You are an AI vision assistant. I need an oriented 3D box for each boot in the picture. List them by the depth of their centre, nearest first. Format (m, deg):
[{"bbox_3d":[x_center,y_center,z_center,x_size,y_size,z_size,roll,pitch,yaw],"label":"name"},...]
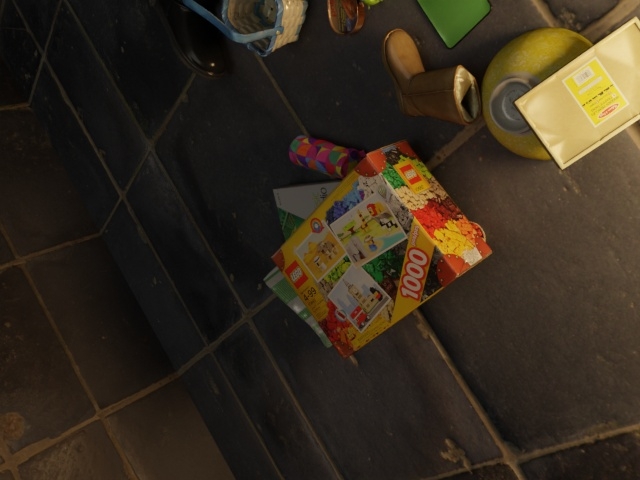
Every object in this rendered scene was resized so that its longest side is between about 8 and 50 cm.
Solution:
[{"bbox_3d":[0.260,-0.391,1.538,0.236,0.089,0.269,67,166,-19],"label":"boot"},{"bbox_3d":[-0.336,-0.777,2.031,0.367,0.146,0.445,55,134,10],"label":"boot"}]

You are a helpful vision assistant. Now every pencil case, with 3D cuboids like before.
[{"bbox_3d":[0.017,-0.244,1.927,0.236,0.104,0.104,21,122,38],"label":"pencil case"}]

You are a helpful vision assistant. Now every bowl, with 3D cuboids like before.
[{"bbox_3d":[0.449,-0.298,1.396,0.290,0.156,0.289,21,122,39],"label":"bowl"}]

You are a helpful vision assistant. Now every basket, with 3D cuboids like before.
[{"bbox_3d":[-0.203,-0.639,1.824,0.255,0.289,0.201,42,139,21],"label":"basket"}]

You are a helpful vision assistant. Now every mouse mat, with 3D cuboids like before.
[{"bbox_3d":[0.303,-0.567,1.539,0.153,0.007,0.189,-39,80,48],"label":"mouse mat"}]

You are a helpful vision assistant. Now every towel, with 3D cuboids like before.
[{"bbox_3d":[-0.025,0.192,2.157,0.325,0.038,0.248,47,138,0],"label":"towel"}]

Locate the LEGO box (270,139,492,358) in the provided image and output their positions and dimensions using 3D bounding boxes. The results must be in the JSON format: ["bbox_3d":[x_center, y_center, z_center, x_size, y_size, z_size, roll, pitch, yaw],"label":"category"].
[{"bbox_3d":[0.145,0.036,1.778,0.372,0.193,0.500,54,134,10],"label":"LEGO box"}]

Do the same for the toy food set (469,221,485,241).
[{"bbox_3d":[0.389,-0.008,1.697,0.083,0.020,0.083,-5,105,48],"label":"toy food set"}]

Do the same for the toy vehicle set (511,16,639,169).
[{"bbox_3d":[0.533,-0.281,1.270,0.267,0.035,0.166,-35,94,13],"label":"toy vehicle set"}]

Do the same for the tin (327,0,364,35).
[{"bbox_3d":[0.065,-0.641,1.735,0.106,0.040,0.189,11,115,39],"label":"tin"}]

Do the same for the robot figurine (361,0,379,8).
[{"bbox_3d":[0.132,-0.641,1.638,0.101,0.067,0.115,62,143,31],"label":"robot figurine"}]

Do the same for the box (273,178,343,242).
[{"bbox_3d":[0.004,-0.068,2.032,0.322,0.058,0.232,-2,106,43],"label":"box"}]
